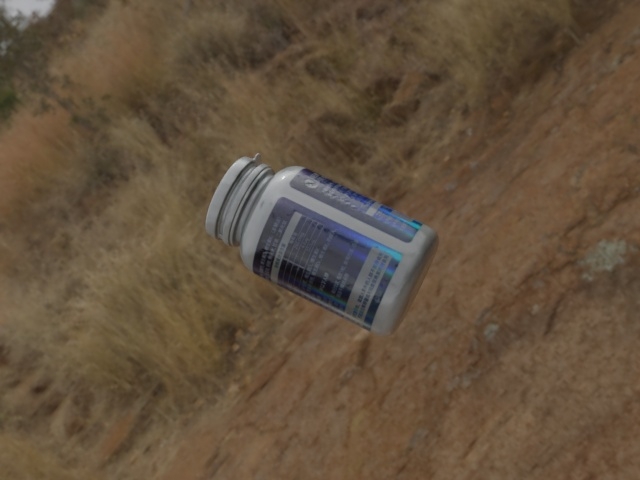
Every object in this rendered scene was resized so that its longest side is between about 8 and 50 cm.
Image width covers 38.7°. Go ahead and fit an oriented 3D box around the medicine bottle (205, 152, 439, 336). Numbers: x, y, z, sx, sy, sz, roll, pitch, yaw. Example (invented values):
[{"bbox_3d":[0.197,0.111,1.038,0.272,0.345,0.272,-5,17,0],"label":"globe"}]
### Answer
[{"bbox_3d":[0.000,0.000,0.812,0.107,0.192,0.107,-60,-11,-20],"label":"medicine bottle"}]
